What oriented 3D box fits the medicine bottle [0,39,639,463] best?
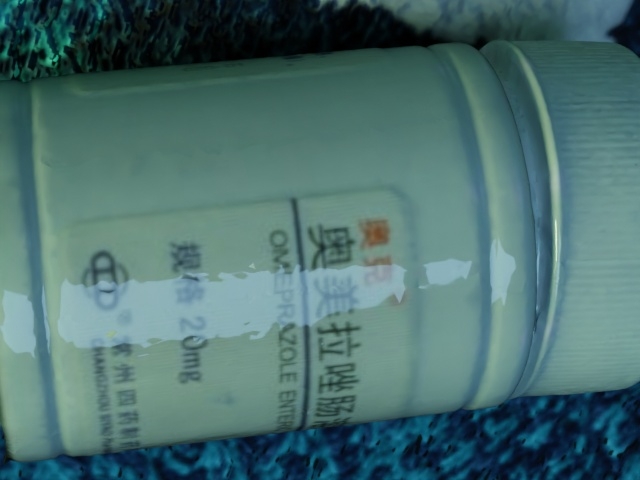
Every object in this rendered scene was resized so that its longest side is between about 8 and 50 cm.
[{"bbox_3d":[0.000,0.000,0.748,0.332,0.190,0.190,-6,118,-9],"label":"medicine bottle"}]
